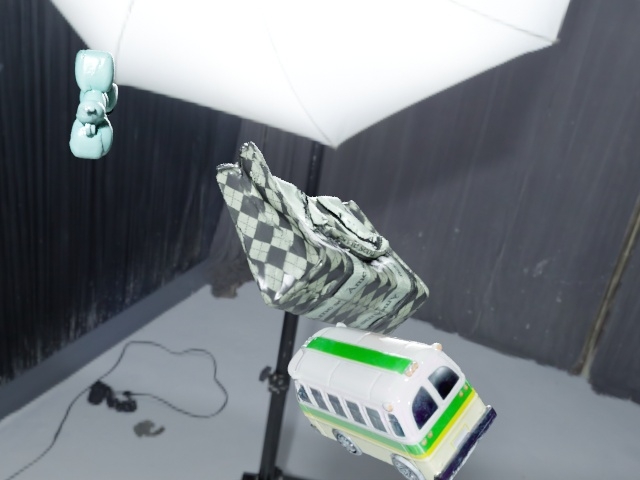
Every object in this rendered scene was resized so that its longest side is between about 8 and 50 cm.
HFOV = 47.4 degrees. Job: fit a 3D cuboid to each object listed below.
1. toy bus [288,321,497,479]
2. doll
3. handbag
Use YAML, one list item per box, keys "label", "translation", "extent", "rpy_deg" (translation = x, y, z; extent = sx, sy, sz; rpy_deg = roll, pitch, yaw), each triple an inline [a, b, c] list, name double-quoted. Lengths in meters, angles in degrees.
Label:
- label: "toy bus"
  translation: [0.082, 0.229, 1.093]
  extent: [0.143, 0.179, 0.305]
  rpy_deg: [-45, 26, -24]
- label: "doll"
  translation: [-0.333, -0.194, 1.076]
  extent: [0.059, 0.159, 0.159]
  rpy_deg: [3, -12, -13]
- label: "handbag"
  translation: [0.000, 0.000, 1.358]
  extent: [0.416, 0.180, 0.317]
  rpy_deg: [22, 30, -57]
